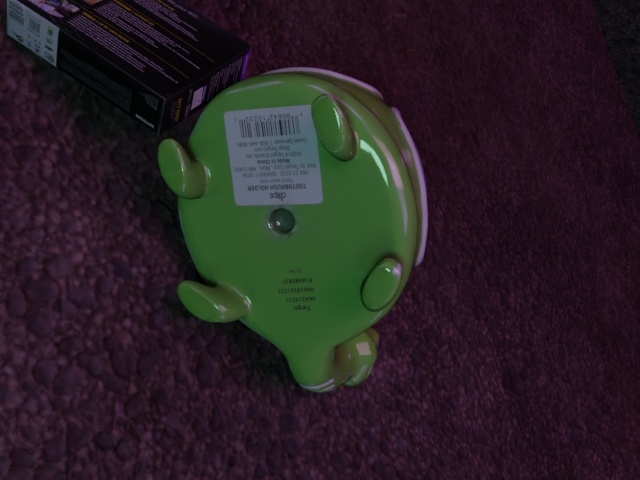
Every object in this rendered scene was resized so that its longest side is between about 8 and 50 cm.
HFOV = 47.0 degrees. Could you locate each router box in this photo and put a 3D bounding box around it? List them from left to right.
[{"bbox_3d":[-0.173,-0.185,0.680,0.179,0.046,0.133,34,45,10],"label":"router box"}]

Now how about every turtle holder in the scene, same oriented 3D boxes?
[{"bbox_3d":[0.011,-0.014,0.733,0.320,0.243,0.227,56,26,-3],"label":"turtle holder"}]
